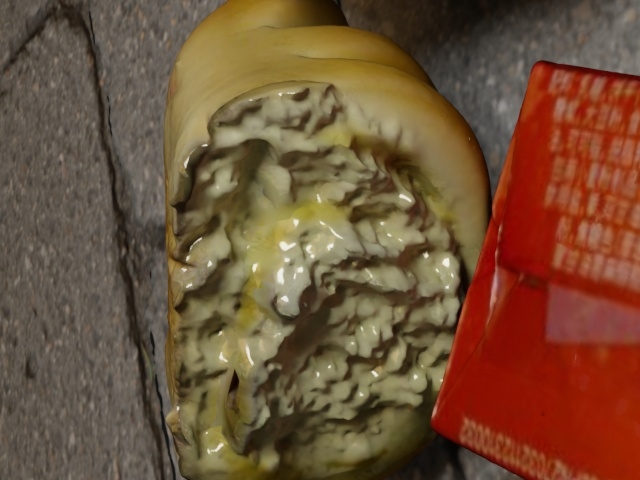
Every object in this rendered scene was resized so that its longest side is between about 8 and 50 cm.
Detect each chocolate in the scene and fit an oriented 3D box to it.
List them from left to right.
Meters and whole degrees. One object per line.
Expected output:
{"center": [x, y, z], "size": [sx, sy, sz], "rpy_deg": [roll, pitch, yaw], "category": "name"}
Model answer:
{"center": [0.193, 0.036, 0.781], "size": [0.237, 0.108, 0.234], "rpy_deg": [20, 96, 51], "category": "chocolate"}

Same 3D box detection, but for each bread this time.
{"center": [0.000, 0.000, 0.938], "size": [0.270, 0.211, 0.315], "rpy_deg": [-106, 20, -64], "category": "bread"}
